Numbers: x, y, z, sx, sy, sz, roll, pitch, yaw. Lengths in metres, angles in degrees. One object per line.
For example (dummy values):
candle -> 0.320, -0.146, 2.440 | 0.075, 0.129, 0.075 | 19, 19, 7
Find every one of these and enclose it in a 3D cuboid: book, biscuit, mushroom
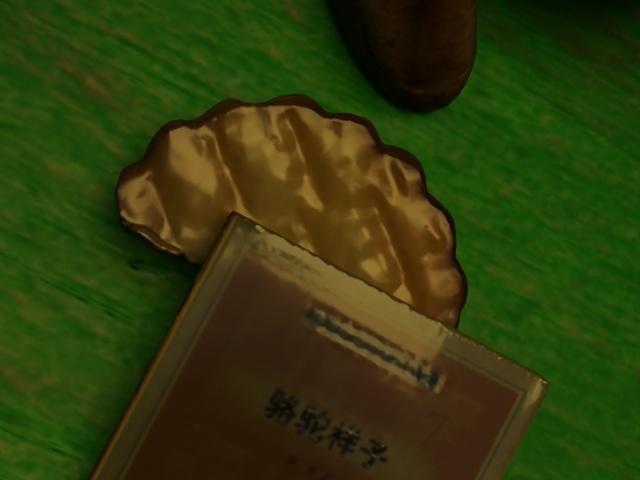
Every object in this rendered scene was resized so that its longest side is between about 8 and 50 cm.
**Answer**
book -> -0.023, 0.132, 0.713 | 0.170, 0.018, 0.242 | 28, 89, -10
biscuit -> 0.000, 0.000, 0.749 | 0.183, 0.061, 0.118 | 44, 89, -7
mushroom -> 0.037, -0.171, 0.779 | 0.072, 0.094, 0.210 | -3, 86, -20
